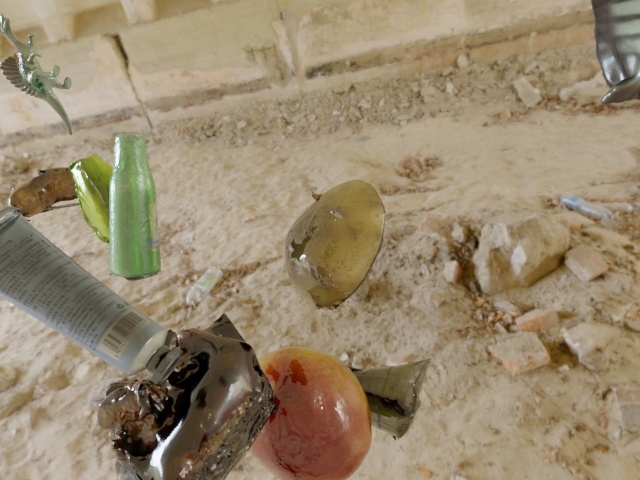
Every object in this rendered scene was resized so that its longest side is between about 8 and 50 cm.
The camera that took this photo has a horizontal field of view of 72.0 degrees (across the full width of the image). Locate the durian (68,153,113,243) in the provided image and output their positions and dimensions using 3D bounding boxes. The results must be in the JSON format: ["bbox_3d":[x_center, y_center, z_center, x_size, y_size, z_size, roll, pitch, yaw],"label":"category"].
[{"bbox_3d":[-0.477,-0.073,1.006,0.139,0.250,0.101,6,36,39],"label":"durian"}]

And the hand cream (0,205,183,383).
[{"bbox_3d":[-0.255,0.057,0.452,0.256,0.055,0.088,34,58,3],"label":"hand cream"}]

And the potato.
[{"bbox_3d":[0.000,0.000,0.912,0.116,0.299,0.239,14,37,-32],"label":"potato"}]

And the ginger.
[{"bbox_3d":[-0.622,-0.128,1.137,0.310,0.132,0.107,-11,-11,-31],"label":"ginger"}]

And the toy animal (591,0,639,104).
[{"bbox_3d":[0.162,-0.187,0.252,0.217,0.176,0.073,26,47,6],"label":"toy animal"}]

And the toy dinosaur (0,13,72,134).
[{"bbox_3d":[-0.484,-0.273,0.743,0.107,0.187,0.044,14,48,-7],"label":"toy dinosaur"}]

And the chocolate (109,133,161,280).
[{"bbox_3d":[-0.385,-0.071,0.907,0.110,0.290,0.110,3,12,-1],"label":"chocolate"}]

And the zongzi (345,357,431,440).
[{"bbox_3d":[0.175,0.415,1.321,0.286,0.138,0.300,14,34,25],"label":"zongzi"}]

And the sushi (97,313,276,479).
[{"bbox_3d":[-0.186,0.243,0.629,0.227,0.212,0.215,-29,63,-22],"label":"sushi"}]

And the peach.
[{"bbox_3d":[-0.039,0.386,0.984,0.308,0.332,0.307,-14,53,20],"label":"peach"}]
